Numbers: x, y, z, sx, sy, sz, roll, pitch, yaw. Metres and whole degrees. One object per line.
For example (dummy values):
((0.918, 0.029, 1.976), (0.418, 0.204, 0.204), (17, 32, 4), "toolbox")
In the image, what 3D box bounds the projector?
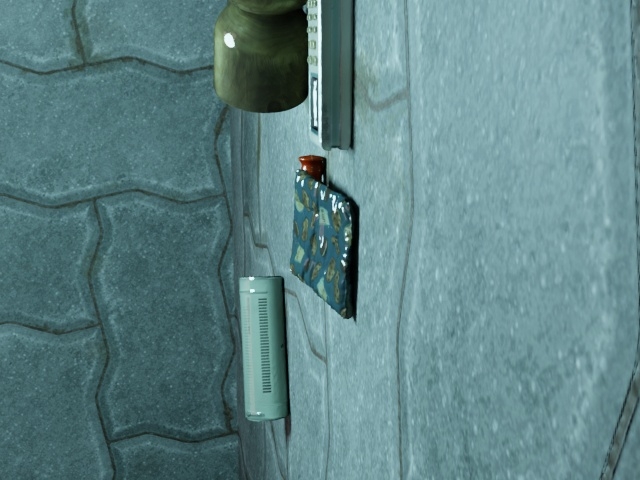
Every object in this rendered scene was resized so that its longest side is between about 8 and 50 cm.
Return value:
((-0.134, 0.251, 2.116), (0.108, 0.108, 0.337), (166, 102, -80), "projector")

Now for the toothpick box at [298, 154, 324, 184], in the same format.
((-0.015, -0.106, 1.540), (0.047, 0.047, 0.083), (-133, 42, -75), "toothpick box")

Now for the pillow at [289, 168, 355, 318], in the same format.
((-0.001, -0.002, 1.424), (0.255, 0.034, 0.188), (-140, 48, -64), "pillow")

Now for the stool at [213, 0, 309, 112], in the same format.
((-0.098, -0.378, 1.563), (0.179, 0.179, 0.264), (-104, 15, -49), "stool")

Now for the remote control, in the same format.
((0.011, -0.277, 1.325), (0.103, 0.056, 0.277), (-127, 36, -74), "remote control")
